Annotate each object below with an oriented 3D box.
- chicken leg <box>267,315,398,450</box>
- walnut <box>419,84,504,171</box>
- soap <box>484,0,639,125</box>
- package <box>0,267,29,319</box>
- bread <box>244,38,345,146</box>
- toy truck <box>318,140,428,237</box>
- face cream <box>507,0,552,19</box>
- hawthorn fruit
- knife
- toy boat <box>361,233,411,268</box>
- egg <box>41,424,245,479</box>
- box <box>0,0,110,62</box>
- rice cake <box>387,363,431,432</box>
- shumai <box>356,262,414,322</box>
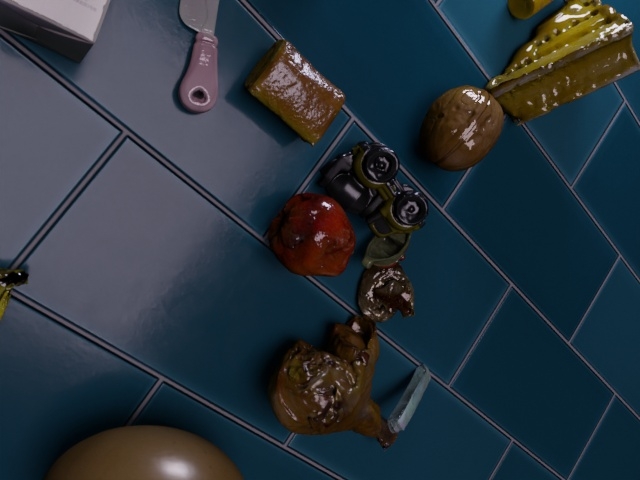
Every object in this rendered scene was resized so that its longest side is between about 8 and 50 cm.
[{"bbox_3d":[0.072,0.321,1.156,0.409,0.182,0.295,43,61,-35],"label":"chicken leg"},{"bbox_3d":[0.315,-0.252,1.179,0.167,0.167,0.207,38,81,-27],"label":"walnut"},{"bbox_3d":[0.580,-0.469,1.355,0.339,0.304,0.169,-23,121,19],"label":"soap"},{"bbox_3d":[-0.590,0.083,0.792,0.226,0.090,0.168,28,81,-31],"label":"package"},{"bbox_3d":[-0.049,-0.284,1.012,0.172,0.103,0.132,36,86,-27],"label":"bread"},{"bbox_3d":[0.112,-0.097,1.108,0.165,0.147,0.224,-35,104,7],"label":"toy truck"},{"bbox_3d":[0.583,-0.645,1.306,0.273,0.078,0.078,-37,113,-19],"label":"face cream"},{"bbox_3d":[-0.012,-0.003,1.047,0.173,0.173,0.179,-38,112,-18],"label":"hawthorn fruit"},{"bbox_3d":[-0.217,-0.401,0.954,0.081,0.043,0.335,5,89,-22],"label":"knife"},{"bbox_3d":[0.153,0.011,1.174,0.185,0.089,0.071,-44,155,-27],"label":"toy boat"},{"bbox_3d":[-0.289,0.474,0.891,0.374,0.301,0.301,34,81,-28],"label":"egg"},{"bbox_3d":[-0.351,-0.457,0.758,0.143,0.225,0.341,19,89,-31],"label":"box"},{"bbox_3d":[0.214,0.373,1.249,0.211,0.034,0.043,-41,117,-49],"label":"rice cake"},{"bbox_3d":[0.155,0.112,1.196,0.123,0.105,0.139,23,61,-25],"label":"shumai"}]
